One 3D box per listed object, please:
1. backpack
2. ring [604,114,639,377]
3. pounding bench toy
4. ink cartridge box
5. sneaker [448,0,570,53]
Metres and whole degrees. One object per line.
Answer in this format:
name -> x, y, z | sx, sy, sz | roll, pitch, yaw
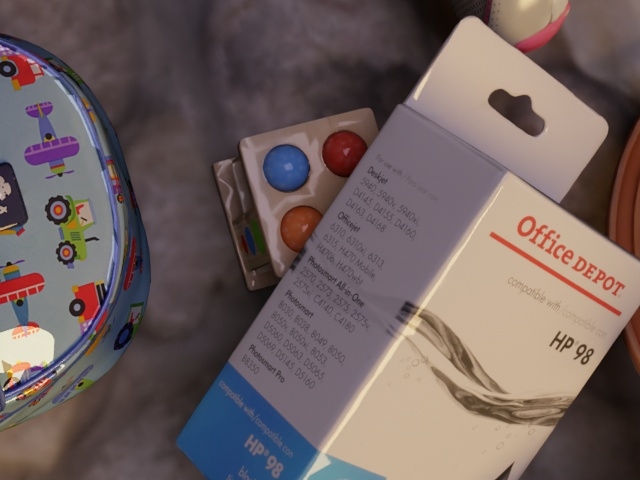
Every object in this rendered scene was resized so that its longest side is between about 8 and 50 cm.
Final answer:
backpack -> -0.140, 0.000, 0.487 | 0.173, 0.117, 0.158 | -16, 89, -18
ring -> 0.275, 0.015, 0.544 | 0.337, 0.032, 0.336 | -2, 50, 2
pounding bench toy -> 0.000, 0.000, 0.547 | 0.052, 0.065, 0.083 | -15, 89, -15
ink cartridge box -> 0.045, 0.026, 0.510 | 0.104, 0.060, 0.180 | 28, 98, -44
sneaker -> 0.004, -0.172, 0.555 | 0.111, 0.103, 0.252 | -30, 86, -11
